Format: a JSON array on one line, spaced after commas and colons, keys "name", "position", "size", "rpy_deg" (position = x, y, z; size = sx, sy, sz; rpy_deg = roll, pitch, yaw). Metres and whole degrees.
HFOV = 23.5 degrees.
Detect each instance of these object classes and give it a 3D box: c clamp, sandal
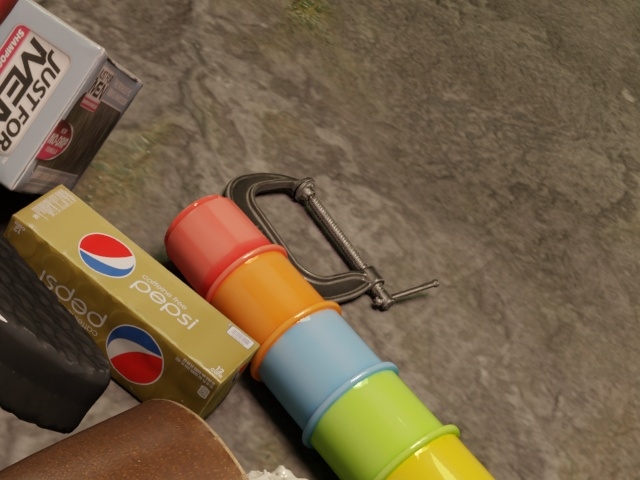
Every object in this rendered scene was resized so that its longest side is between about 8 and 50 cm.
[{"name": "c clamp", "position": [0.000, 0.000, 1.243], "size": [0.137, 0.022, 0.161], "rpy_deg": [-20, 62, -43]}, {"name": "sandal", "position": [-0.278, -0.013, 0.905], "size": [0.167, 0.107, 0.446], "rpy_deg": [39, 2, -43]}]

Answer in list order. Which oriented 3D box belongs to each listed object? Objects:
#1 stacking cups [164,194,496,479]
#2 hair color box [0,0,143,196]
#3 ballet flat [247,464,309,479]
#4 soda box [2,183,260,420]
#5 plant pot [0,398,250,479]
[{"name": "stacking cups", "position": [0.007, 0.089, 1.071], "size": [0.096, 0.096, 0.316], "rpy_deg": [-15, 57, -47]}, {"name": "hair color box", "position": [-0.315, -0.178, 1.055], "size": [0.374, 0.113, 0.185], "rpy_deg": [34, 1, 1]}, {"name": "ballet flat", "position": [0.083, 0.280, 0.859], "size": [0.409, 0.147, 0.147], "rpy_deg": [31, 35, 10]}, {"name": "soda box", "position": [-0.135, 0.046, 1.043], "size": [0.181, 0.061, 0.058], "rpy_deg": [39, 36, 7]}, {"name": "plant pot", "position": [-0.153, 0.210, 0.738], "size": [0.230, 0.215, 0.215], "rpy_deg": [-14, 56, -30]}]
